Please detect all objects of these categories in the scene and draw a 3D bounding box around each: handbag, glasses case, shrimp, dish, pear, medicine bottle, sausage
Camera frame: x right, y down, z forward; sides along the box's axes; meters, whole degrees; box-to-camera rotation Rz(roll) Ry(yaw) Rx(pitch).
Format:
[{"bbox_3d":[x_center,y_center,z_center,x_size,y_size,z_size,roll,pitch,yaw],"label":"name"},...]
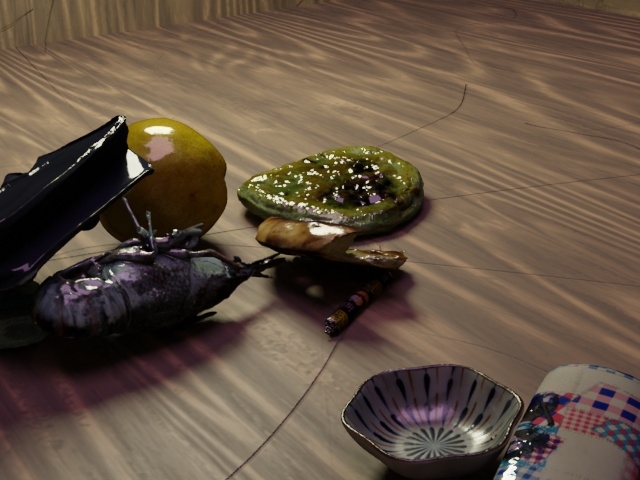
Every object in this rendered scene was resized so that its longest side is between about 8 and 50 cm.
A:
[{"bbox_3d":[-0.401,-0.026,1.420,0.269,0.118,0.325,-15,22,36],"label":"handbag"},{"bbox_3d":[0.254,0.215,1.033,0.125,0.076,0.327,11,26,22],"label":"glasses case"},{"bbox_3d":[-0.208,0.033,1.379,0.137,0.172,0.372,20,29,38],"label":"shrimp"},{"bbox_3d":[0.117,0.202,1.093,0.191,0.066,0.190,-4,23,2],"label":"dish"},{"bbox_3d":[-0.243,-0.086,1.626,0.209,0.208,0.209,-2,23,1],"label":"pear"},{"bbox_3d":[-0.420,0.086,1.423,0.090,0.053,0.208,-10,21,-18],"label":"medicine bottle"},{"bbox_3d":[0.055,0.081,1.435,0.028,0.025,0.198,25,32,21],"label":"sausage"}]

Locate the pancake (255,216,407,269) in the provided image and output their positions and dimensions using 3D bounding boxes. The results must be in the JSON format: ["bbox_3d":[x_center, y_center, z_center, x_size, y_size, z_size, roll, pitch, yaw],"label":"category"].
[{"bbox_3d":[0.000,0.000,1.499,0.258,0.056,0.212,8,0,19],"label":"pancake"}]

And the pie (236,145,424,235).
[{"bbox_3d":[0.026,-0.084,1.776,0.323,0.070,0.323,-1,24,0],"label":"pie"}]
